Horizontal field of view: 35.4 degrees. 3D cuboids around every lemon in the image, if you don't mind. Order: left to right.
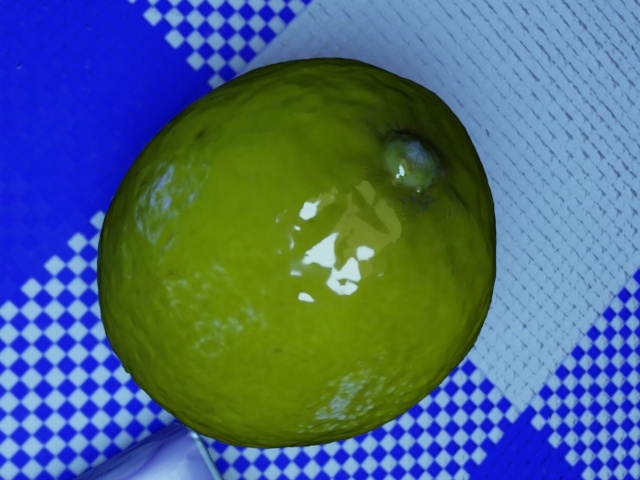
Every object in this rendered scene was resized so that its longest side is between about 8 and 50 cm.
[{"bbox_3d":[0.000,0.000,0.876,0.364,0.364,0.364,1,88,-19],"label":"lemon"}]

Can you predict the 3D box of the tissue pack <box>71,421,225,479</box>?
[{"bbox_3d":[-0.209,0.347,0.911,0.338,0.160,0.242,-27,92,-19],"label":"tissue pack"}]
